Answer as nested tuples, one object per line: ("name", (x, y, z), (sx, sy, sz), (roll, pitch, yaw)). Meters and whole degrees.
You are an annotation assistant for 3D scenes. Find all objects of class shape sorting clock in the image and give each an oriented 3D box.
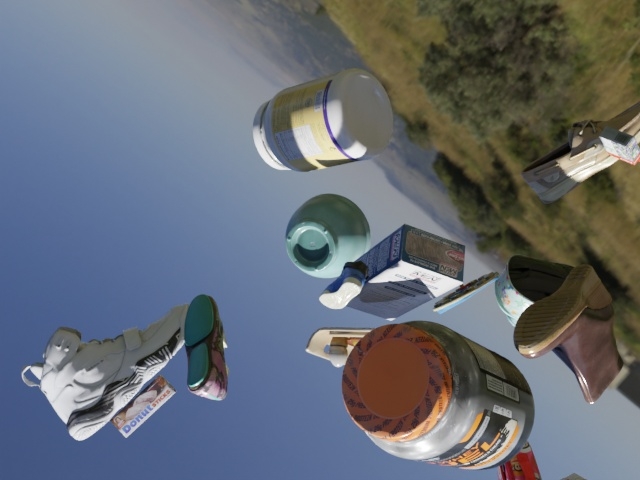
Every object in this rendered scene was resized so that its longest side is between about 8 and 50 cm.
("shape sorting clock", (0.398, 0.139, 2.016), (0.040, 0.206, 0.206), (58, -170, 7))

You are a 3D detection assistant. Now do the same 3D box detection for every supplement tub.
("supplement tub", (0.176, 0.229, 1.071), (0.193, 0.193, 0.316), (44, -170, 39))
("supplement tub", (0.002, -0.314, 1.971), (0.331, 0.240, 0.241), (-6, 152, 43))

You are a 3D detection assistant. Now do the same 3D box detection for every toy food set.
("toy food set", (0.146, 0.287, 1.843), (0.306, 0.092, 0.220), (-3, 160, 31))

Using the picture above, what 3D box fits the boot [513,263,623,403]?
("boot", (0.412, 0.178, 1.171), (0.090, 0.248, 0.206), (-5, 113, 48))

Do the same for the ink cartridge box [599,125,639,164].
("ink cartridge box", (0.605, -0.181, 1.460), (0.063, 0.029, 0.115), (35, 179, 42))

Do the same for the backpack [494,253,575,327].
("backpack", (0.642, 0.161, 2.162), (0.254, 0.191, 0.225), (18, -138, -10))

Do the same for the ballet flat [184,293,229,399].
("ballet flat", (-0.196, 0.193, 1.285), (0.079, 0.077, 0.221), (47, -162, -36))

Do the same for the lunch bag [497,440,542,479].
("lunch bag", (0.607, 0.753, 2.164), (0.258, 0.120, 0.293), (77, -176, -55))

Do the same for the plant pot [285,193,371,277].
("plant pot", (0.000, 0.000, 2.456), (0.293, 0.293, 0.196), (39, -156, 10))

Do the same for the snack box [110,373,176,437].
("snack box", (-0.470, 0.438, 1.938), (0.064, 0.178, 0.022), (47, 180, -1))

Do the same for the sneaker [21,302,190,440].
("sneaker", (-0.449, 0.228, 1.561), (0.210, 0.366, 0.137), (46, 166, -10))

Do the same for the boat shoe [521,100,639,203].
("boat shoe", (0.624, -0.222, 1.700), (0.110, 0.341, 0.121), (45, -150, -6))

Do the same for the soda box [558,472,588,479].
("soda box", (0.476, 0.544, 1.332), (0.069, 0.216, 0.074), (-15, -167, -23))

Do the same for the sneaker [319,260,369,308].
("sneaker", (0.057, 0.095, 1.632), (0.058, 0.084, 0.152), (36, 145, -8))

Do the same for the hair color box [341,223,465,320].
("hair color box", (0.195, 0.089, 1.834), (0.174, 0.105, 0.347), (19, 153, -18))
